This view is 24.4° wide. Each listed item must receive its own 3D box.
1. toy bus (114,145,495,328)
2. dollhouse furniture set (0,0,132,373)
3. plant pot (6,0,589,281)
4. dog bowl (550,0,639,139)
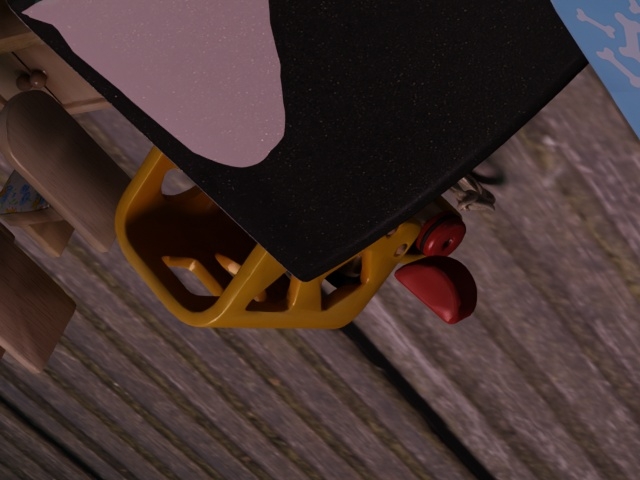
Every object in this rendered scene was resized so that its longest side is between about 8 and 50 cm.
[{"bbox_3d":[-0.010,-0.004,0.771,0.202,0.191,0.104,32,110,-13],"label":"toy bus"},{"bbox_3d":[-0.221,-0.062,0.796,0.212,0.242,0.161,-5,139,39],"label":"dollhouse furniture set"},{"bbox_3d":[0.018,-0.126,0.606,0.167,0.187,0.188,-20,129,35],"label":"plant pot"},{"bbox_3d":[0.177,-0.090,0.566,0.074,0.166,0.297,6,147,47],"label":"dog bowl"}]
